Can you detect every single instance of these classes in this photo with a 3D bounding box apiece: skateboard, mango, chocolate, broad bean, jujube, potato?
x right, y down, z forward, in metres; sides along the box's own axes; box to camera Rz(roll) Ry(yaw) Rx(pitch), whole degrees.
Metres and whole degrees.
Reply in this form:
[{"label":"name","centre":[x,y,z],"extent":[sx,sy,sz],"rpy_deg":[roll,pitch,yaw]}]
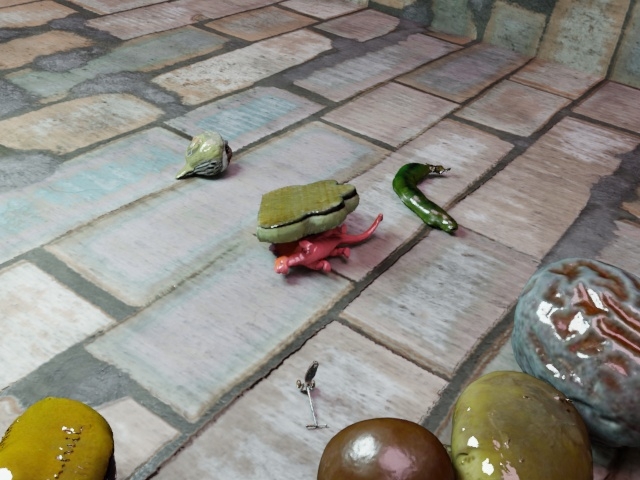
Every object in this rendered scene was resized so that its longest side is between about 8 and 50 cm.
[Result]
[{"label":"skateboard","centre":[-0.008,0.224,0.992],"extent":[0.032,0.064,0.083],"rpy_deg":[4,44,-20]},{"label":"mango","centre":[-0.313,0.276,0.767],"extent":[0.151,0.156,0.249],"rpy_deg":[-28,32,12]},{"label":"chocolate","centre":[0.074,0.296,0.807],"extent":[0.176,0.177,0.177],"rpy_deg":[6,33,-4]},{"label":"broad bean","centre":[0.232,-0.111,1.547],"extent":[0.143,0.050,0.292],"rpy_deg":[9,33,-1]},{"label":"jujube","centre":[0.432,0.167,1.022],"extent":[0.246,0.216,0.308],"rpy_deg":[-18,44,-35]},{"label":"potato","centre":[0.255,0.280,0.872],"extent":[0.191,0.141,0.296],"rpy_deg":[28,35,3]}]

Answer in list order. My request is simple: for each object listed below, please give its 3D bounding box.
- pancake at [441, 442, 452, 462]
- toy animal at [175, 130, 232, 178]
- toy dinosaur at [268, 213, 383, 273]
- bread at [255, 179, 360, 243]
[{"label":"pancake","centre":[0.176,0.316,0.928],"extent":[0.114,0.011,0.115],"rpy_deg":[6,34,-4]},{"label":"toy animal","centre":[-0.256,-0.176,1.530],"extent":[0.098,0.137,0.098],"rpy_deg":[35,1,-1]},{"label":"toy dinosaur","centre":[-0.008,0.001,1.340],"extent":[0.138,0.070,0.286],"rpy_deg":[5,24,39]},{"label":"bread","centre":[-0.025,-0.061,1.339],"extent":[0.207,0.056,0.286],"rpy_deg":[-10,20,5]}]
